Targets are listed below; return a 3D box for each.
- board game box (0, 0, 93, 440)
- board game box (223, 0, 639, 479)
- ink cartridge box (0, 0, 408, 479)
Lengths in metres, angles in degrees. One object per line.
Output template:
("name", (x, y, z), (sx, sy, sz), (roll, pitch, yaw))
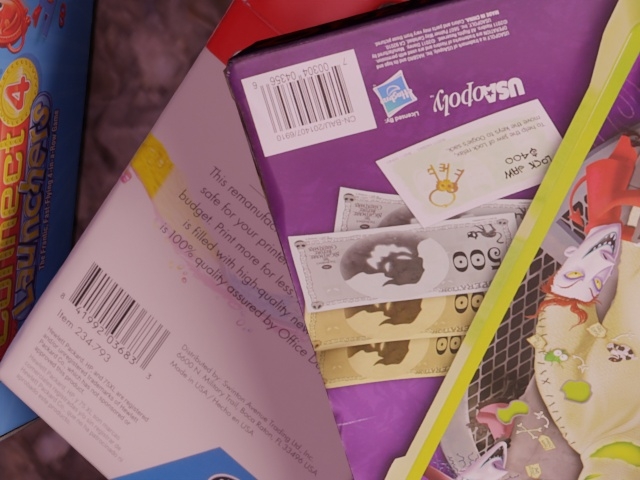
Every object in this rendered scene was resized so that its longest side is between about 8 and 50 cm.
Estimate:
("board game box", (-0.243, -0.096, 0.760), (0.301, 0.086, 0.308), (14, 107, 23))
("board game box", (0.165, -0.002, 0.553), (0.346, 0.056, 0.208), (-13, 100, 14))
("ink cartridge box", (0.000, 0.000, 0.669), (0.134, 0.078, 0.231), (41, 115, 9))
